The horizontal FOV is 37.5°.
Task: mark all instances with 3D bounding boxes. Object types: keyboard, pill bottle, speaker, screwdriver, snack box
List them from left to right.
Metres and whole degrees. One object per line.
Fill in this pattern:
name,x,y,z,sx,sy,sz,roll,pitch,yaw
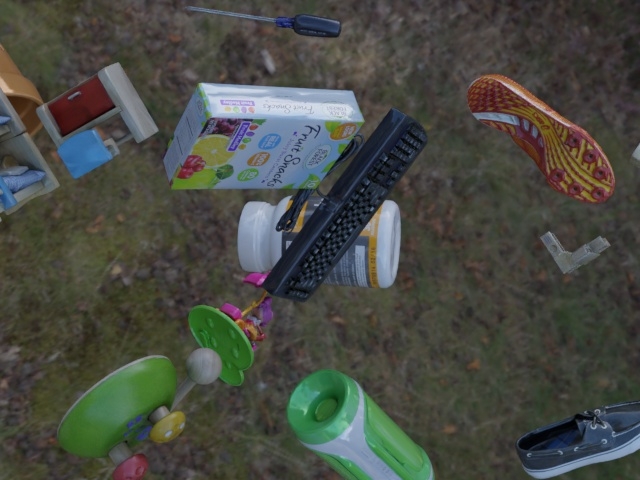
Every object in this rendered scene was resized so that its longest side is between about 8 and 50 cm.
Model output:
snack box,-0.048,-0.084,0.783,0.141,0.100,0.037,-2,61,-31
screwdriver,-0.061,-0.238,1.016,0.025,0.170,0.024,68,29,-81
pill bottle,0.000,0.000,1.718,0.162,0.279,0.162,3,90,-79
keyboard,0.026,-0.049,1.321,0.033,0.317,0.201,41,10,33
speaker,0.069,0.321,1.470,0.296,0.131,0.131,49,40,-40

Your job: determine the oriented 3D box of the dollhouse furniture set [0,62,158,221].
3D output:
dollhouse furniture set,-0.273,-0.100,0.845,0.129,0.184,0.129,61,19,-12

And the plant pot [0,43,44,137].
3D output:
plant pot,-0.772,-0.325,2.060,0.291,0.291,0.203,-7,68,-49

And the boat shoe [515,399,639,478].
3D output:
boat shoe,0.251,0.181,0.882,0.040,0.142,0.049,54,17,-32

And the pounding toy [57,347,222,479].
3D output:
pounding toy,-0.233,0.252,1.297,0.110,0.183,0.237,49,33,20

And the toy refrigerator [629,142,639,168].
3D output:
toy refrigerator,0.610,-0.093,1.409,0.270,0.102,0.094,33,6,15

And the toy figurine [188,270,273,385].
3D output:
toy figurine,-0.113,0.128,1.542,0.159,0.130,0.173,-44,144,-37

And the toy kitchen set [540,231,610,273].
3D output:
toy kitchen set,0.413,0.003,1.544,0.068,0.083,0.075,5,51,-60

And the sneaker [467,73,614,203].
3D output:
sneaker,0.223,-0.107,0.929,0.175,0.064,0.067,45,28,6
